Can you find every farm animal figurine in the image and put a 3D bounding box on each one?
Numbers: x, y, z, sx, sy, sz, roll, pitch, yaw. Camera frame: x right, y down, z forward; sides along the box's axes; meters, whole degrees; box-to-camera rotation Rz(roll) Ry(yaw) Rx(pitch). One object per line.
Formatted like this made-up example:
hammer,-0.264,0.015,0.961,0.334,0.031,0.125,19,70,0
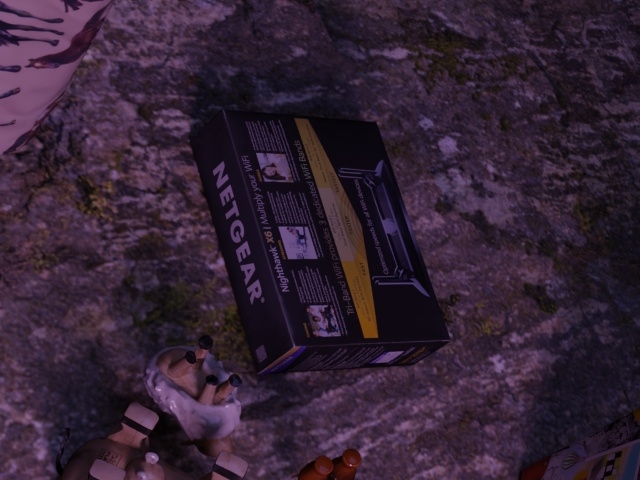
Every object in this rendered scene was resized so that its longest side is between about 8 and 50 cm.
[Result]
farm animal figurine,-0.124,0.296,1.295,0.327,0.172,0.330,42,50,8

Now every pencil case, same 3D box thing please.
pencil case,-0.294,-0.241,1.322,0.184,0.410,0.159,-1,61,-32

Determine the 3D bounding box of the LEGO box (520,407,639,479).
LEGO box,0.370,0.424,1.454,0.193,0.372,0.500,33,46,-18

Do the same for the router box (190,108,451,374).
router box,0.000,0.000,1.641,0.243,0.081,0.308,2,62,-39
